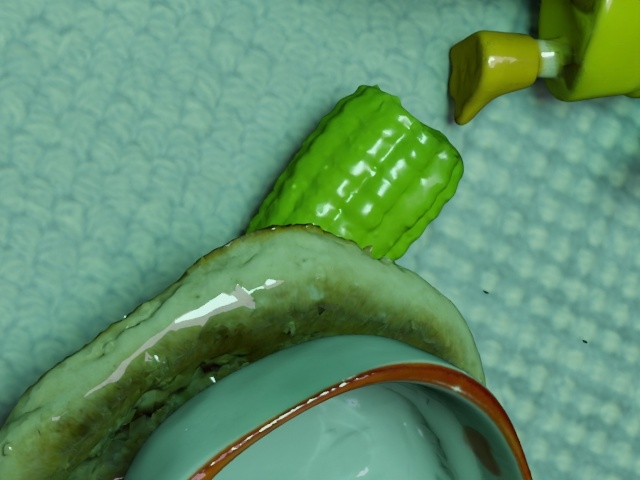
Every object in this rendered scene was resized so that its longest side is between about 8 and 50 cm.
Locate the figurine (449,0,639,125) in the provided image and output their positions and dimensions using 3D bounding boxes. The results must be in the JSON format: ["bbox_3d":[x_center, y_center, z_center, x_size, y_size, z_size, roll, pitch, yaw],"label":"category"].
[{"bbox_3d":[0.267,-0.128,1.063,0.343,0.215,0.187,7,44,-11],"label":"figurine"}]

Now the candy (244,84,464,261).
[{"bbox_3d":[0.000,0.000,1.002,0.096,0.097,0.209,40,87,-18],"label":"candy"}]

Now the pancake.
[{"bbox_3d":[-0.041,0.161,0.976,0.356,0.065,0.356,-11,116,-25],"label":"pancake"}]

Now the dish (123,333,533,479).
[{"bbox_3d":[-0.006,0.163,0.888,0.256,0.117,0.256,-9,113,-22],"label":"dish"}]
